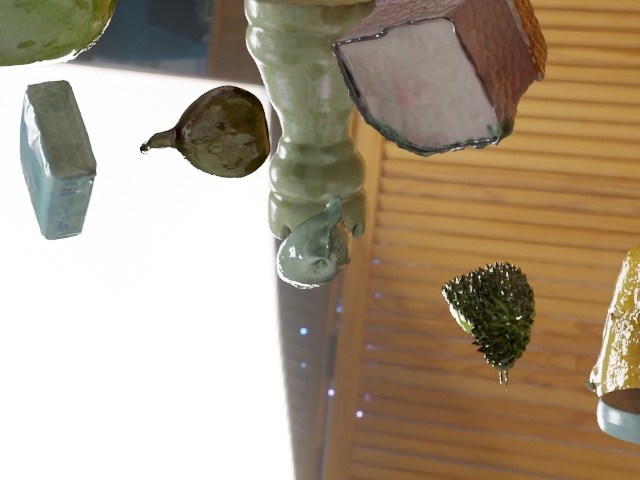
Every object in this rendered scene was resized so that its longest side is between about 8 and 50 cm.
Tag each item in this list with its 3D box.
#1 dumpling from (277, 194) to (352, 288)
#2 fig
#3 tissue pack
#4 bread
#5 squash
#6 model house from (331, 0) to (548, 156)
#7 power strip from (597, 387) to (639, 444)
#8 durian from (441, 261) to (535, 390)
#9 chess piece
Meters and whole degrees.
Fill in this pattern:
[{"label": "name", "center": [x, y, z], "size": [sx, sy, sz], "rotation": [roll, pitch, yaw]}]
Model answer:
[{"label": "dumpling", "center": [0.005, 0.011, 1.612], "size": [0.149, 0.105, 0.216], "rotation": [-39, 174, -27]}, {"label": "fig", "center": [-0.171, -0.171, 1.526], "size": [0.186, 0.142, 0.148], "rotation": [1, -156, -21]}, {"label": "tissue pack", "center": [-0.442, -0.126, 1.644], "size": [0.089, 0.177, 0.263], "rotation": [-13, 164, -25]}, {"label": "bread", "center": [0.735, 0.192, 2.037], "size": [0.361, 0.394, 0.250], "rotation": [17, -161, 36]}, {"label": "squash", "center": [-0.294, -0.180, 0.751], "size": [0.371, 0.118, 0.118], "rotation": [2, 180, 37]}, {"label": "model house", "center": [0.190, -0.268, 1.381], "size": [0.237, 0.202, 0.237], "rotation": [-4, -143, 50]}, {"label": "power strip", "center": [0.460, 0.250, 1.385], "size": [0.137, 0.044, 0.216], "rotation": [2, -174, 7]}, {"label": "durian", "center": [0.343, 0.141, 1.967], "size": [0.158, 0.169, 0.352], "rotation": [-23, -166, -2]}, {"label": "chess piece", "center": [-0.002, -0.214, 1.702], "size": [0.234, 0.442, 0.234], "rotation": [-1, -154, 0]}]
